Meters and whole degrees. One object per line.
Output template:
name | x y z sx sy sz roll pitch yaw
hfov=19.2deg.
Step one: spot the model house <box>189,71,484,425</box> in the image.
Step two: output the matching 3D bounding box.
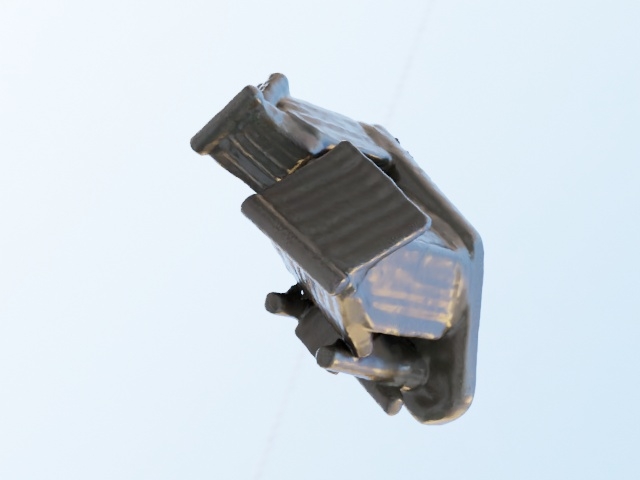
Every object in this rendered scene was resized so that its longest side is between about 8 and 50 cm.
model house | 0.008 -0.004 1.185 0.122 0.188 0.229 -45 -122 13
